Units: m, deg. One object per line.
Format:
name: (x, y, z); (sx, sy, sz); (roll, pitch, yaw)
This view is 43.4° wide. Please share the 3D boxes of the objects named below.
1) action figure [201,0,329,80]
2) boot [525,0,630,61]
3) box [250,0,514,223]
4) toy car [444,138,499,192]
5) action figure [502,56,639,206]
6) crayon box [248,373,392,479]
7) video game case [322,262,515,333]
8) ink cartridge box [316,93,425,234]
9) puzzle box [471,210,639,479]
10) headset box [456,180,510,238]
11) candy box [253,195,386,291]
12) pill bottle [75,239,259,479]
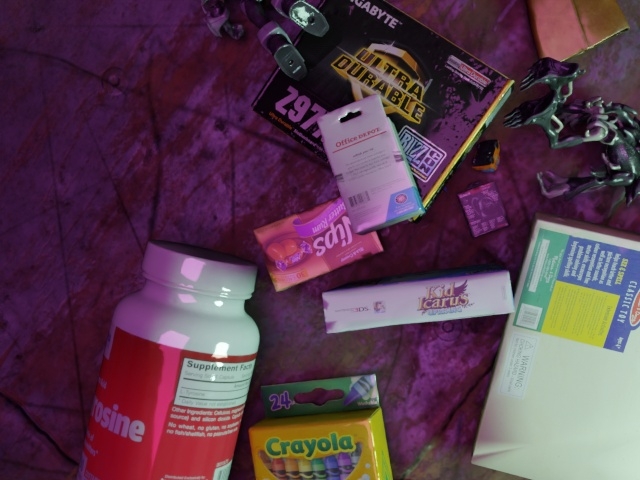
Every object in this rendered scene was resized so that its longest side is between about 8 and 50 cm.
action figure: (-0.097, -0.377, 1.247); (0.185, 0.099, 0.285); (-49, 53, 18)
boot: (0.302, -0.395, 1.236); (0.264, 0.096, 0.280); (-21, 95, 1)
box: (0.091, -0.218, 1.242); (0.322, 0.079, 0.257); (37, 98, 13)
toy car: (0.229, -0.115, 1.269); (0.122, 0.060, 0.040); (-19, 132, 25)
action figure: (0.388, -0.149, 1.184); (0.275, 0.141, 0.164); (32, 64, -29)
crayon box: (0.007, 0.386, 1.264); (0.203, 0.083, 0.323); (-9, 89, 17)
video game case: (0.142, 0.078, 1.157); (0.244, 0.269, 0.061); (-9, 88, 8)
ink cartridge box: (0.073, -0.109, 1.170); (0.104, 0.060, 0.180); (-20, 83, 14)
puzzle box: (0.398, 0.179, 1.170); (0.272, 0.052, 0.409); (14, 110, 9)
headset box: (0.253, -0.052, 1.257); (0.062, 0.032, 0.083); (-21, 87, 8)
candy box: (0.000, 0.000, 1.288); (0.186, 0.053, 0.109); (-21, 87, 10)
pill bottle: (-0.224, 0.216, 1.236); (0.229, 0.229, 0.408); (13, 92, 8)
